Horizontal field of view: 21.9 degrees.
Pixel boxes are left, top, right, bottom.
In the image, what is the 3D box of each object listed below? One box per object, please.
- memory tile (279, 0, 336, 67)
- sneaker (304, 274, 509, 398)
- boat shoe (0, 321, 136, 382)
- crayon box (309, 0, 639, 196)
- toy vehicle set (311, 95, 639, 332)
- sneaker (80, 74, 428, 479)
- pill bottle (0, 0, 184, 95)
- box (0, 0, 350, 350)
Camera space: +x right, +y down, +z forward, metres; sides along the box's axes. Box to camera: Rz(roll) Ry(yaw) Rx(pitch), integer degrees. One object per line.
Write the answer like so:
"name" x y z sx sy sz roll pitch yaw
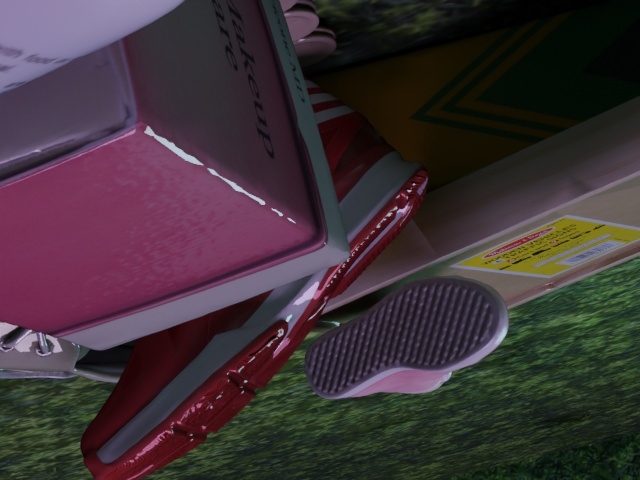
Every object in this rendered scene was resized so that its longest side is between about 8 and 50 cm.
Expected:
"memory tile" -0.071 -0.087 0.786 0.148 0.012 0.113 -17 165 11
"sneaker" 0.060 0.052 0.890 0.134 0.051 0.070 -24 163 40
"boat shoe" -0.145 0.020 0.850 0.302 0.109 0.094 5 -164 -45
"crayon box" 0.102 -0.050 0.957 0.318 0.081 0.202 -15 165 -2
"toy vehicle set" 0.122 -0.008 0.900 0.267 0.035 0.166 -25 161 31
"sneaker" -0.062 0.009 0.823 0.221 0.128 0.087 -45 167 -5
"pill bottle" -0.122 -0.102 0.396 0.283 0.160 0.160 -21 164 22
"box" -0.093 -0.059 0.604 0.126 0.149 0.232 -19 165 13
